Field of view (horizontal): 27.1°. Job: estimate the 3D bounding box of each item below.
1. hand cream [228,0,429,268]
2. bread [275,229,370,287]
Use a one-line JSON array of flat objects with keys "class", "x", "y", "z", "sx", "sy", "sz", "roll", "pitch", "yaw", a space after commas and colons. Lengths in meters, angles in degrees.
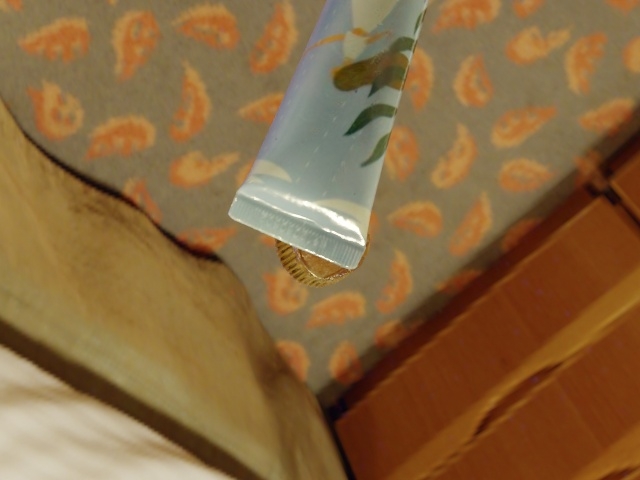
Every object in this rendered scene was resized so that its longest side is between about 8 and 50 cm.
[{"class": "hand cream", "x": 0.027, "y": -0.119, "z": 0.875, "sx": 0.091, "sy": 0.058, "sz": 0.271, "roll": 24, "pitch": 72, "yaw": -14}, {"class": "bread", "x": 0.000, "y": 0.000, "z": 1.195, "sx": 0.085, "sy": 0.053, "sz": 0.085, "roll": 4, "pitch": 79, "yaw": -21}]
